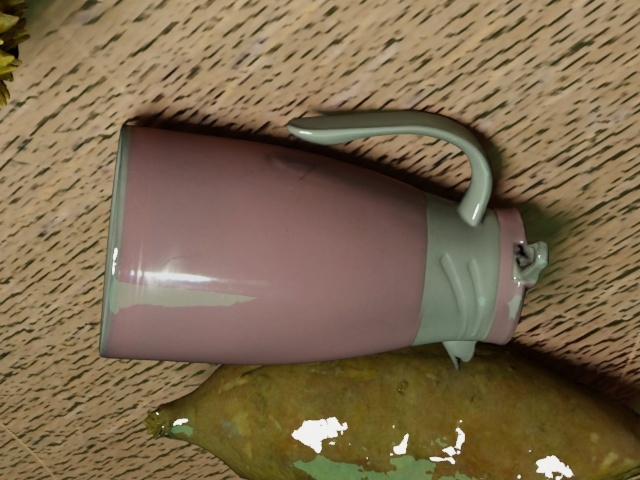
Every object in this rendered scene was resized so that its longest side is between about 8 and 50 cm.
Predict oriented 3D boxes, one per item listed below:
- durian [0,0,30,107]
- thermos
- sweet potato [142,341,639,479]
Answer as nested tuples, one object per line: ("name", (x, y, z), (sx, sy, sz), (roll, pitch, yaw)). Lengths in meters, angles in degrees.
("durian", (-0.217, -0.125, 0.900), (0.138, 0.183, 0.249), (19, -176, -19))
("thermos", (0.000, 0.000, 1.076), (0.265, 0.146, 0.176), (4, 119, -7))
("sweet potato", (0.062, 0.136, 1.237), (0.369, 0.158, 0.158), (16, 144, 2))
